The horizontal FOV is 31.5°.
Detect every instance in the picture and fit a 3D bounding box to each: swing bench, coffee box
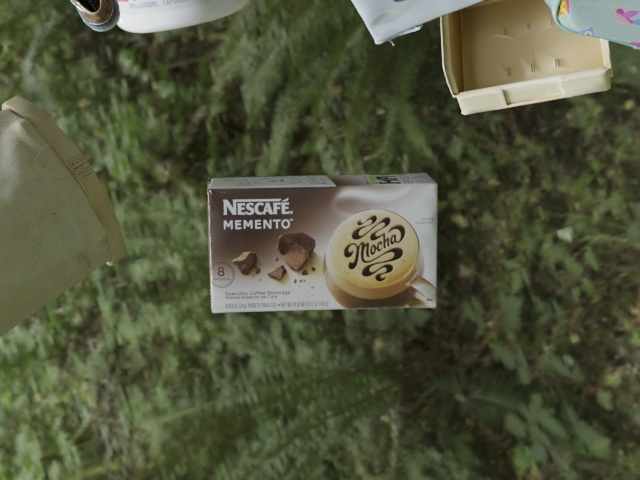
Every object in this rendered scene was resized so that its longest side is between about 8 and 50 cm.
[{"bbox_3d":[-0.349,-0.003,0.938,0.255,0.253,0.165,5,122,39],"label":"swing bench"},{"bbox_3d":[0.000,0.000,1.500,0.119,0.297,0.168,-108,17,-78],"label":"coffee box"}]

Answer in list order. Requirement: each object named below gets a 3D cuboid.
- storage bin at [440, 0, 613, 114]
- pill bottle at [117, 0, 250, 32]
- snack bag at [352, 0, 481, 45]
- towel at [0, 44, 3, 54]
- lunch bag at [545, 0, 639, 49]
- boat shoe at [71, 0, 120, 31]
[{"bbox_3d":[0.340,-0.360,1.887,0.123,0.262,0.260,59,-152,-53],"label":"storage bin"},{"bbox_3d":[-0.253,-0.544,1.742,0.229,0.229,0.407,30,137,58],"label":"pill bottle"},{"bbox_3d":[0.149,-0.392,1.341,0.342,0.323,0.037,47,-150,-51],"label":"snack bag"},{"bbox_3d":[-0.403,-0.199,1.281,0.009,0.083,0.060,47,127,45],"label":"towel"},{"bbox_3d":[0.475,-0.390,1.610,0.108,0.279,0.224,-98,20,-55],"label":"lunch bag"},{"bbox_3d":[-0.310,-0.352,1.422,0.183,0.066,0.066,56,178,3],"label":"boat shoe"}]
